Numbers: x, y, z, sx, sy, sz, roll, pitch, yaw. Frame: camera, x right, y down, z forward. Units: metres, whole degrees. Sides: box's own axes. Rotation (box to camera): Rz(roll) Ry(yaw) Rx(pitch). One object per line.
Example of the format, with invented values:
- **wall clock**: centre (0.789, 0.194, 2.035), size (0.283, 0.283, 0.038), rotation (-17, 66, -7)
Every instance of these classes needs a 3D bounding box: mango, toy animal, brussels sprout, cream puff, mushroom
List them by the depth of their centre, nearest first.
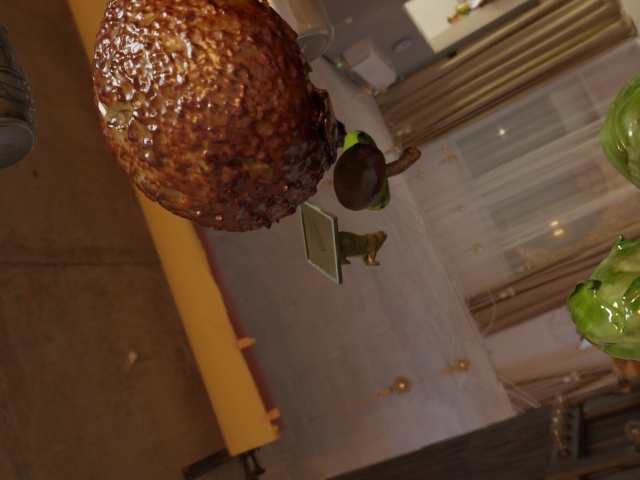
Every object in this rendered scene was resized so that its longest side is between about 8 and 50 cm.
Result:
- **cream puff**: centre (-0.144, -0.152, 0.742), size (0.350, 0.229, 0.350), rotation (48, 165, 17)
- **mushroom**: centre (0.071, -0.101, 0.835), size (0.073, 0.130, 0.088), rotation (53, -173, -42)
- **brussels sprout**: centre (0.658, -0.202, 1.071), size (0.247, 0.328, 0.328), rotation (39, -149, -47)
- **mango**: centre (0.076, -0.128, 1.123), size (0.091, 0.074, 0.165), rotation (103, 150, -62)
- **brussels sprout**: centre (0.660, 0.121, 1.242), size (0.259, 0.294, 0.227), rotation (-54, -39, -34)
- **toy animal**: centre (0.108, 0.018, 1.666), size (0.219, 0.103, 0.100), rotation (3, -94, -37)

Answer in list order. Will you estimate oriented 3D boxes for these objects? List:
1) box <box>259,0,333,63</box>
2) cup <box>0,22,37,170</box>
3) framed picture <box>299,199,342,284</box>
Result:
- **box**: centre (-0.068, -0.505, 1.349), size (0.206, 0.291, 0.262), rotation (65, -163, 5)
- **cup**: centre (-0.668, -0.250, 1.106), size (0.301, 0.227, 0.257), rotation (-23, -115, -30)
- **framed picture**: centre (0.000, 0.000, 1.567), size (0.150, 0.015, 0.203), rotation (33, 140, 44)
